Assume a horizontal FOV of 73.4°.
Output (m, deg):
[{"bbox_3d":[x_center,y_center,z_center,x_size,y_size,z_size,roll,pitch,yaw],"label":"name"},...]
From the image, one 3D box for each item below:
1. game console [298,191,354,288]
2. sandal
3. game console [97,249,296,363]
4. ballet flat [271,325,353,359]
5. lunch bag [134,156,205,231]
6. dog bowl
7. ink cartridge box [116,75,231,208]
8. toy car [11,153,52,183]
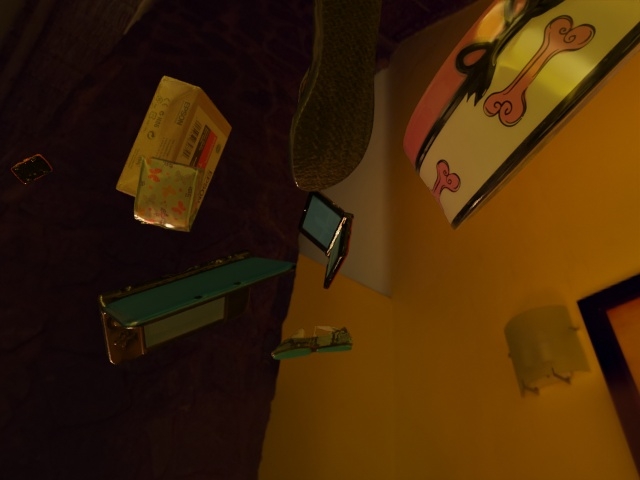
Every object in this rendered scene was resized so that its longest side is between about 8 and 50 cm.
[{"bbox_3d":[0.000,0.000,0.776,0.085,0.124,0.144,14,-34,-5],"label":"game console"},{"bbox_3d":[0.017,-0.181,0.497,0.097,0.054,0.254,4,-70,-23],"label":"sandal"},{"bbox_3d":[-0.215,0.133,0.768,0.293,0.173,0.250,-18,-46,-35],"label":"game console"},{"bbox_3d":[-0.021,0.230,0.983,0.189,0.070,0.070,-3,-40,-13],"label":"ballet flat"},{"bbox_3d":[-0.190,-0.057,0.537,0.071,0.053,0.083,12,-81,-6],"label":"lunch bag"},{"bbox_3d":[0.286,-0.210,0.610,0.150,0.408,0.408,46,-43,13],"label":"dog bowl"},{"bbox_3d":[-0.286,-0.175,0.873,0.088,0.234,0.193,19,-4,9],"label":"ink cartridge box"},{"bbox_3d":[-0.518,-0.149,0.720,0.060,0.040,0.122,-41,-57,10],"label":"toy car"}]
